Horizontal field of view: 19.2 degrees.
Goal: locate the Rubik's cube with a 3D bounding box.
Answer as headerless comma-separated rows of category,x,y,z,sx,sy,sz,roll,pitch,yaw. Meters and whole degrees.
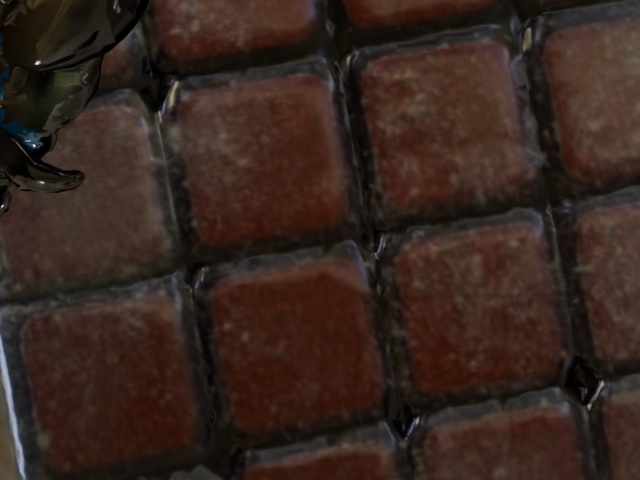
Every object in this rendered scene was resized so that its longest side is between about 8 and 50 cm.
Rubik's cube,0.000,0.000,0.961,0.344,0.337,0.344,-8,90,-7

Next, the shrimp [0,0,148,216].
shrimp,-0.173,0.020,0.590,0.110,0.221,0.445,32,120,-13
